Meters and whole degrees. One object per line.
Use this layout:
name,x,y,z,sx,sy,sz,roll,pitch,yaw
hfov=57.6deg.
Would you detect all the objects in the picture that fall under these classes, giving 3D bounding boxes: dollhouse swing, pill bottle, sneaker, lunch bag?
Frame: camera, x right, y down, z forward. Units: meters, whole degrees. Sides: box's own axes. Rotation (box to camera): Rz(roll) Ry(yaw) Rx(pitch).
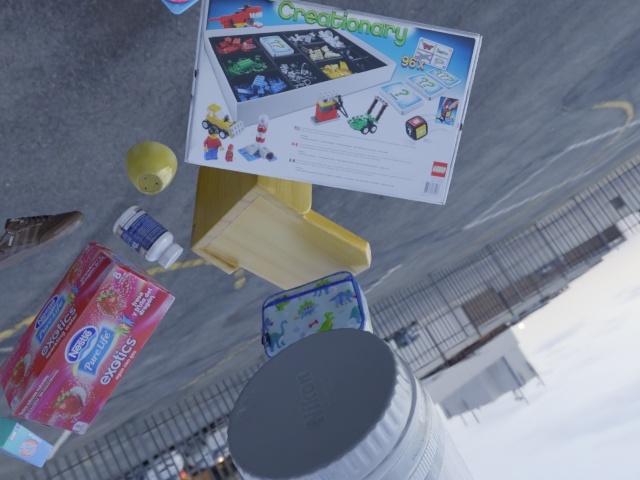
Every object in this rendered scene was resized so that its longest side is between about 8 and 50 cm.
dollhouse swing,-0.076,-0.081,1.278,0.304,0.315,0.347,15,150,-27
pill bottle,-0.316,-0.004,1.076,0.067,0.120,0.067,-51,180,0
sneaker,-0.514,-0.015,1.026,0.188,0.071,0.066,-31,-160,-13
lunch bag,-0.011,0.163,1.179,0.218,0.176,0.090,-18,133,10

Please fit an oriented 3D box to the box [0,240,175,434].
box,-0.364,0.148,0.905,0.122,0.128,0.257,38,82,-41

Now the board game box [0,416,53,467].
board game box,-0.589,0.342,1.038,0.210,0.160,0.047,102,7,-59

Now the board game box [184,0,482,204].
board game box,0.011,-0.161,0.663,0.305,0.193,0.053,9,-166,-4

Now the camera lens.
camera lens,0.048,0.265,0.659,0.219,0.274,0.219,-23,-152,13

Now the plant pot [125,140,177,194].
plant pot,-0.440,-0.174,1.508,0.134,0.095,0.134,-6,133,-7

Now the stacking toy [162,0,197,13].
stacking toy,-0.442,-0.837,1.761,0.165,0.175,0.302,-42,-171,-5
